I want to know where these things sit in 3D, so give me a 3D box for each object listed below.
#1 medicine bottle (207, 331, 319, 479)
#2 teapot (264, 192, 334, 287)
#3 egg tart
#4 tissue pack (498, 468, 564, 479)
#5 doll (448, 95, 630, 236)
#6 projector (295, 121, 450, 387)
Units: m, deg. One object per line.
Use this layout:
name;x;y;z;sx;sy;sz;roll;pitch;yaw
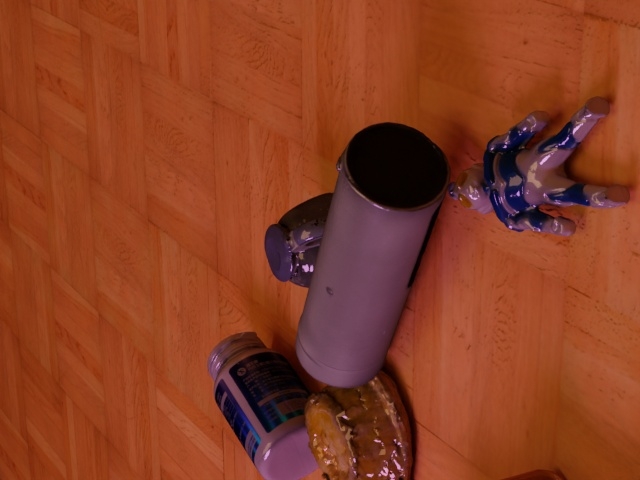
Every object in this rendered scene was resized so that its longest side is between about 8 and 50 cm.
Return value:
medicine bottle;-0.069;0.206;1.796;0.191;0.107;0.107;52;143;41
teapot;0.000;0.010;1.589;0.149;0.108;0.111;20;120;59
egg tart;0.039;0.228;1.641;0.191;0.074;0.191;34;131;51
tissue pack;0.178;0.383;1.359;0.194;0.145;0.274;58;147;37
doll;0.183;-0.053;1.277;0.227;0.057;0.114;-18;89;61
projector;0.046;0.025;1.466;0.108;0.108;0.337;62;156;29
